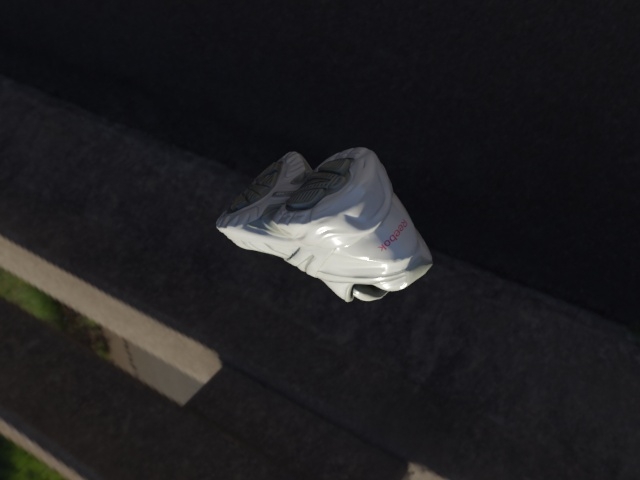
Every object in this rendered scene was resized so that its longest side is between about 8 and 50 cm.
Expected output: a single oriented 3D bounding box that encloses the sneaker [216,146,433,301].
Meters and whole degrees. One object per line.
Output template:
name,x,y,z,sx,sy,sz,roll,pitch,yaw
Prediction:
sneaker,0.000,0.000,0.635,0.115,0.090,0.232,49,167,-19
